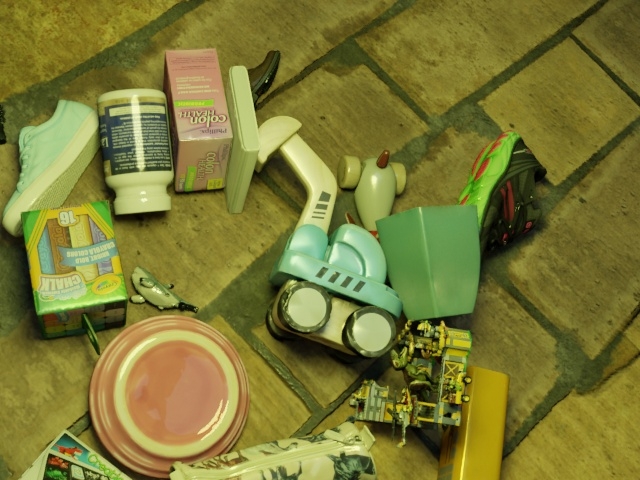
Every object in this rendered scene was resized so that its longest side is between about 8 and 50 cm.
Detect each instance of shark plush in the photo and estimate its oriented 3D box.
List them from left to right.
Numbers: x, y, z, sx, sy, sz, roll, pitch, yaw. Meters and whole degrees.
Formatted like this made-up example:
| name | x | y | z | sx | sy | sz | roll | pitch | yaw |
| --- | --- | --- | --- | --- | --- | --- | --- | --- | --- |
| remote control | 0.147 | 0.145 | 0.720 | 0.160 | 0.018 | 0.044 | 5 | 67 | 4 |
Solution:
| name | x | y | z | sx | sy | sz | roll | pitch | yaw |
| --- | --- | --- | --- | --- | --- | --- | --- | --- | --- |
| shark plush | -0.338 | 0.108 | 1.842 | 0.161 | 0.073 | 0.067 | 18 | 33 | -1 |

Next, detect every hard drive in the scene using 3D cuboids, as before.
| name | x | y | z | sx | sy | sz | roll | pitch | yaw |
| --- | --- | --- | --- | --- | --- | --- | --- | --- | --- |
| hard drive | -0.186 | -0.214 | 1.878 | 0.040 | 0.307 | 0.203 | -6 | 68 | -15 |

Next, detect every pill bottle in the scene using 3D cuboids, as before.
| name | x | y | z | sx | sy | sz | roll | pitch | yaw |
| --- | --- | --- | --- | --- | --- | --- | --- | --- | --- |
| pill bottle | -0.404 | -0.192 | 1.865 | 0.153 | 0.153 | 0.265 | -6 | 90 | -17 |

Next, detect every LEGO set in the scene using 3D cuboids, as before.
| name | x | y | z | sx | sy | sz | roll | pitch | yaw |
| --- | --- | --- | --- | --- | --- | --- | --- | --- | --- |
| LEGO set | 0.172 | 0.285 | 1.769 | 0.192 | 0.331 | 0.255 | 10 | 85 | -8 |

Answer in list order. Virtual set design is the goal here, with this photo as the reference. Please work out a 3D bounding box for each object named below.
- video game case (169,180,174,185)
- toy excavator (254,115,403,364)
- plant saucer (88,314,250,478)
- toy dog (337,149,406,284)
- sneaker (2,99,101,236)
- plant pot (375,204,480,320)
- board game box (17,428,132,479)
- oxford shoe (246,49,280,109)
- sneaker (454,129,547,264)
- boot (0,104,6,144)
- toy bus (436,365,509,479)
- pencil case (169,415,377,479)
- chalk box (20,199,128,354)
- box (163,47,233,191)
| name | x | y | z | sx | sy | sz | roll | pitch | yaw |
| --- | --- | --- | --- | --- | --- | --- | --- | --- | --- |
| video game case | -0.350 | -0.216 | 1.999 | 0.157 | 0.019 | 0.143 | -36 | 80 | -26 |
| toy excavator | 0.000 | 0.000 | 1.839 | 0.433 | 0.222 | 0.445 | 22 | 74 | -6 |
| plant saucer | -0.296 | 0.311 | 1.712 | 0.332 | 0.084 | 0.332 | 6 | 74 | -21 |
| toy dog | 0.145 | -0.077 | 1.987 | 0.220 | 0.161 | 0.334 | -17 | 72 | -21 |
| sneaker | -0.613 | -0.167 | 1.855 | 0.150 | 0.135 | 0.366 | 25 | 53 | 2 |
| plant pot | 0.246 | 0.053 | 1.845 | 0.165 | 0.165 | 0.234 | -4 | 83 | -32 |
| board game box | -0.434 | 0.519 | 1.589 | 0.305 | 0.053 | 0.193 | 31 | 62 | 19 |
| oxford shoe | -0.172 | -0.399 | 2.092 | 0.096 | 0.083 | 0.227 | 29 | 62 | 4 |
| sneaker | 0.428 | -0.064 | 2.035 | 0.202 | 0.185 | 0.483 | 36 | 60 | -6 |
| boot | -0.765 | -0.262 | 1.896 | 0.121 | 0.045 | 0.099 | -7 | 71 | -25 |
| toy bus | 0.325 | 0.451 | 1.818 | 0.108 | 0.130 | 0.333 | 16 | 64 | -7 |
| pencil case | -0.092 | 0.468 | 1.666 | 0.410 | 0.183 | 0.160 | -9 | 34 | -21 |
| chalk box | -0.499 | 0.092 | 1.734 | 0.179 | 0.180 | 0.289 | -8 | 68 | -18 |
| box | -0.282 | -0.269 | 1.902 | 0.117 | 0.213 | 0.243 | -7 | 65 | -15 |
